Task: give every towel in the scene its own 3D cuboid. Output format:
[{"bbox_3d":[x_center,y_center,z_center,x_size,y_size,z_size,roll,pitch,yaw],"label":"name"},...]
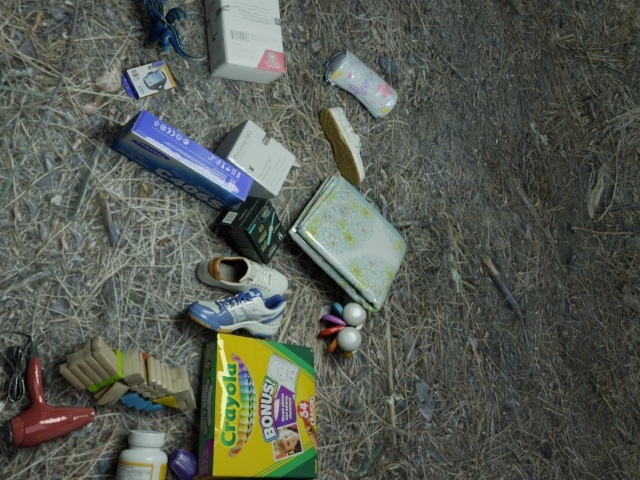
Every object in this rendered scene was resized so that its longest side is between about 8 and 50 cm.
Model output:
[{"bbox_3d":[0.097,0.003,1.930,0.374,0.090,0.320,44,45,-10],"label":"towel"}]

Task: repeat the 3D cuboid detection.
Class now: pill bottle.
[{"bbox_3d":[-0.436,0.572,1.481,0.118,0.118,0.208,15,73,-34],"label":"pill bottle"}]

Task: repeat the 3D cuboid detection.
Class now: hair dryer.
[{"bbox_3d":[-0.645,0.354,1.389,0.293,0.080,0.223,41,60,-25],"label":"hair dryer"}]

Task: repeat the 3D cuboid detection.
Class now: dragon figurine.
[{"bbox_3d":[-0.415,-0.584,1.660,0.085,0.289,0.143,-16,129,-36],"label":"dragon figurine"}]

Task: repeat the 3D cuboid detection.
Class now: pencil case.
[{"bbox_3d":[0.144,-0.543,2.127,0.273,0.114,0.124,30,75,-29],"label":"pencil case"}]

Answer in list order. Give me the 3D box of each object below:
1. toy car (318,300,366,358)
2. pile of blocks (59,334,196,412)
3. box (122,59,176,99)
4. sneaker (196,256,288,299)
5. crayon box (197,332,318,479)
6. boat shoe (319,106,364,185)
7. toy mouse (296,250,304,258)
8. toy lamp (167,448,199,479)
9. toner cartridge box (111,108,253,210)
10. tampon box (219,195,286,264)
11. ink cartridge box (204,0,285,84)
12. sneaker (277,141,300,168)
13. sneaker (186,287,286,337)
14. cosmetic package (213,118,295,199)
[{"bbox_3d":[0.065,0.272,1.915,0.136,0.159,0.181,12,71,3],"label":"toy car"},{"bbox_3d":[-0.472,0.335,1.525,0.362,0.149,0.112,36,19,-37],"label":"pile of blocks"},{"bbox_3d":[-0.478,-0.444,1.695,0.136,0.028,0.081,-32,101,-38],"label":"box"},{"bbox_3d":[-0.197,0.111,1.744,0.290,0.123,0.105,13,72,-36],"label":"sneaker"},{"bbox_3d":[-0.166,0.458,1.662,0.313,0.106,0.362,16,58,-33],"label":"crayon box"},{"bbox_3d":[0.096,-0.324,2.059,0.096,0.098,0.276,-25,96,-36],"label":"boat shoe"},{"bbox_3d":[0.000,0.000,1.968,0.143,0.031,0.160,20,70,-33],"label":"toy mouse"},{"bbox_3d":[-0.287,0.642,1.605,0.274,0.080,0.080,45,58,-21],"label":"toy lamp"},{"bbox_3d":[-0.368,-0.205,1.647,0.348,0.165,0.075,32,64,-28],"label":"toner cartridge box"},{"bbox_3d":[-0.189,-0.032,1.750,0.120,0.102,0.161,-59,146,-28],"label":"tampon box"},{"bbox_3d":[-0.231,-0.640,1.859,0.207,0.117,0.282,-1,83,-37],"label":"ink cartridge box"},{"bbox_3d":[-0.118,-0.270,1.917,0.134,0.051,0.070,13,79,-30],"label":"sneaker"},{"bbox_3d":[-0.228,0.181,1.691,0.297,0.112,0.130,14,107,-43],"label":"sneaker"},{"bbox_3d":[-0.206,-0.222,1.779,0.184,0.151,0.151,37,61,-26],"label":"cosmetic package"}]
